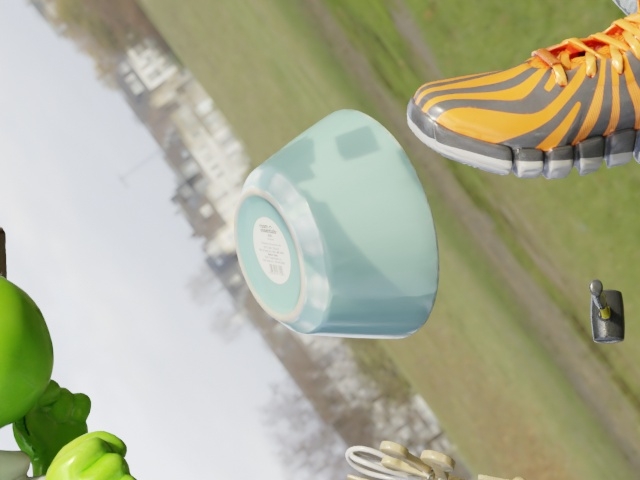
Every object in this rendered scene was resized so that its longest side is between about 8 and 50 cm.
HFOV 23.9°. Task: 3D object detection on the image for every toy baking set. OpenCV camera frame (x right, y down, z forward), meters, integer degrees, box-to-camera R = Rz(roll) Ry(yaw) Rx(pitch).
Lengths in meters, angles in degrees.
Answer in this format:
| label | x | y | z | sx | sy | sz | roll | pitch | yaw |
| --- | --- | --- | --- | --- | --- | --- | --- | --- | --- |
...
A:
| label | x | y | z | sx | sy | sz | roll | pitch | yaw |
| --- | --- | --- | --- | --- | --- | --- | --- | --- | --- |
| toy baking set | 0.133 | 0.256 | 1.611 | 0.196 | 0.030 | 0.256 | 26 | 158 | -11 |

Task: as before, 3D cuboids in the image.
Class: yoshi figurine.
| label | x | y | z | sx | sy | sz | roll | pitch | yaw |
| --- | --- | --- | --- | --- | --- | --- | --- | --- | --- |
| yoshi figurine | -0.163 | 0.148 | 0.956 | 0.362 | 0.203 | 0.203 | 35 | -144 | -3 |

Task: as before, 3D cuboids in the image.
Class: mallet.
| label | x | y | z | sx | sy | sz | roll | pitch | yaw |
| --- | --- | --- | --- | --- | --- | --- | --- | --- | --- |
| mallet | 0.317 | 0.081 | 1.693 | 0.189 | 0.039 | 0.062 | 24 | -117 | -74 |

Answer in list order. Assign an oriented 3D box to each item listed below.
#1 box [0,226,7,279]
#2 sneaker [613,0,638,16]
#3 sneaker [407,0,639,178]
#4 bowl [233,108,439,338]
| label | x | y | z | sx | sy | sz | roll | pitch | yaw |
| --- | --- | --- | --- | --- | --- | --- | --- | --- | --- |
| box | -0.499 | 0.081 | 1.825 | 0.203 | 0.167 | 0.168 | -57 | -25 | -61 |
| sneaker | 0.285 | -0.252 | 1.321 | 0.283 | 0.110 | 0.122 | 52 | -152 | -38 |
| sneaker | 0.226 | -0.152 | 1.168 | 0.124 | 0.321 | 0.180 | -119 | 30 | -53 |
| bowl | 0.000 | 0.000 | 1.951 | 0.311 | 0.163 | 0.312 | 36 | 135 | 47 |
